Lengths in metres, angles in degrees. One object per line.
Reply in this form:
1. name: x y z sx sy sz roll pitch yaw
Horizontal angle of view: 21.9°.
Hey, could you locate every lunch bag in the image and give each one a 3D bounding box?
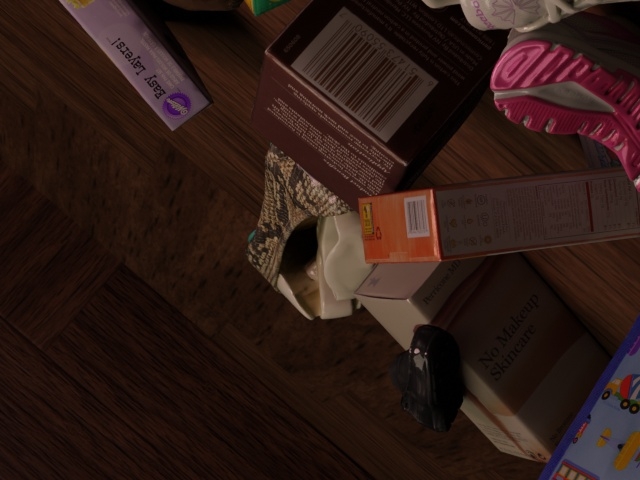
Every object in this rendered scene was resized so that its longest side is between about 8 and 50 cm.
1. lunch bag: 0.354 0.241 1.677 0.221 0.293 0.138 28 160 39

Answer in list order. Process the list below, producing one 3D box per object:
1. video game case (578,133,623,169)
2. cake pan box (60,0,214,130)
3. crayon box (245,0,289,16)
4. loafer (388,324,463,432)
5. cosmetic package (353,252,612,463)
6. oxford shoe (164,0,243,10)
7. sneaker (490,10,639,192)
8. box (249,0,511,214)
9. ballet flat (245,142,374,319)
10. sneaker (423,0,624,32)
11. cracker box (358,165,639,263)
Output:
1. video game case: 0.299 -0.060 1.496 0.143 0.019 0.157 29 160 34
2. cake pan box: -0.246 -0.280 1.928 0.245 0.070 0.267 53 -177 -36
3. crayon box: -0.063 -0.330 1.386 0.165 0.081 0.278 60 169 17
4. loafer: 0.113 0.153 1.856 0.078 0.076 0.223 21 158 17
5. cosmetic package: 0.201 0.111 1.948 0.296 0.153 0.129 45 161 -22
6. oxford shoe: -0.107 -0.288 1.745 0.096 0.082 0.227 23 172 -28
7. sneaker: 0.253 -0.119 1.321 0.252 0.111 0.103 28 130 -18
8. box: 0.052 -0.149 1.553 0.168 0.167 0.203 39 164 4
9. ballet flat: 0.000 0.000 2.043 0.483 0.164 0.182 102 146 -70
10. sneaker: 0.190 -0.191 1.152 0.305 0.152 0.114 17 149 52
11. cracker box: 0.170 -0.024 1.465 0.156 0.232 0.067 175 89 -67
